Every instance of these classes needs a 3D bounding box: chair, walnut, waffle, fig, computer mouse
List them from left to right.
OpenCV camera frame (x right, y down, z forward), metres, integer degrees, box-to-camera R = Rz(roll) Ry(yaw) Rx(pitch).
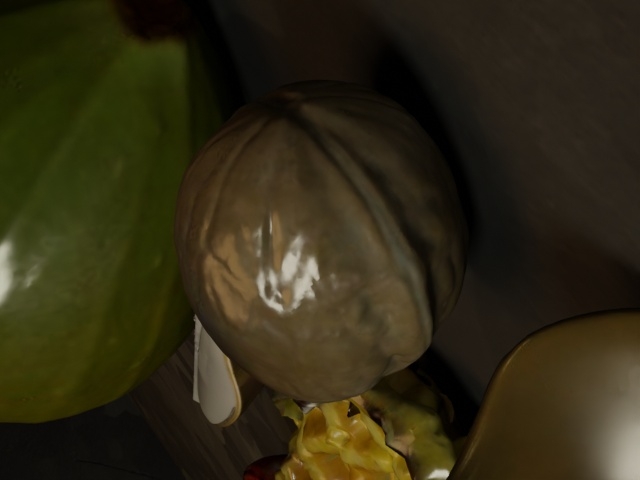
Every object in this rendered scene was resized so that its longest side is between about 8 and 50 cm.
[{"bbox_3d":[-0.185,-0.046,0.897,0.316,0.316,0.316,52,164,21],"label":"fig"},{"bbox_3d":[-0.045,0.053,0.936,0.056,0.126,0.245,25,158,3],"label":"computer mouse"},{"bbox_3d":[0.001,0.000,0.658,0.140,0.140,0.162,32,154,58],"label":"walnut"},{"bbox_3d":[0.100,0.242,0.937,0.379,0.095,0.382,50,161,21],"label":"waffle"},{"bbox_3d":[0.124,0.174,0.517,0.172,0.159,0.247,-63,-41,-61],"label":"chair"}]

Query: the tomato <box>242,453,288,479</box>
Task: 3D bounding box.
[{"bbox_3d":[-0.003,0.271,1.337,0.166,0.082,0.174,52,161,4],"label":"tomato"}]
